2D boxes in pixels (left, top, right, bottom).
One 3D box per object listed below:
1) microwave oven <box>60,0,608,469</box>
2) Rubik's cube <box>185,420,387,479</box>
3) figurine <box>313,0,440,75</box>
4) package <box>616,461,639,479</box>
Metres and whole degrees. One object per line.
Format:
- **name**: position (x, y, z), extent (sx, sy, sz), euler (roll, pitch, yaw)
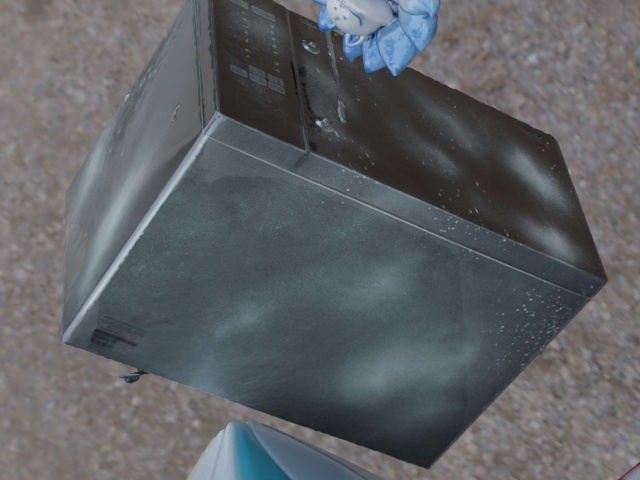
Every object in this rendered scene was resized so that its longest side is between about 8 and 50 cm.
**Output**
- **microwave oven**: position (0.000, 0.000, 1.487), extent (0.374, 0.432, 0.236), euler (-52, 29, 30)
- **Rubik's cube**: position (-0.014, 0.419, 1.419), extent (0.347, 0.351, 0.352), euler (-60, 9, 10)
- **figurine**: position (0.032, -0.160, 1.024), extent (0.114, 0.114, 0.079), euler (2, 31, 36)
- **package**: position (0.154, 0.264, 0.866), extent (0.288, 0.108, 0.223), euler (-61, 5, 29)
